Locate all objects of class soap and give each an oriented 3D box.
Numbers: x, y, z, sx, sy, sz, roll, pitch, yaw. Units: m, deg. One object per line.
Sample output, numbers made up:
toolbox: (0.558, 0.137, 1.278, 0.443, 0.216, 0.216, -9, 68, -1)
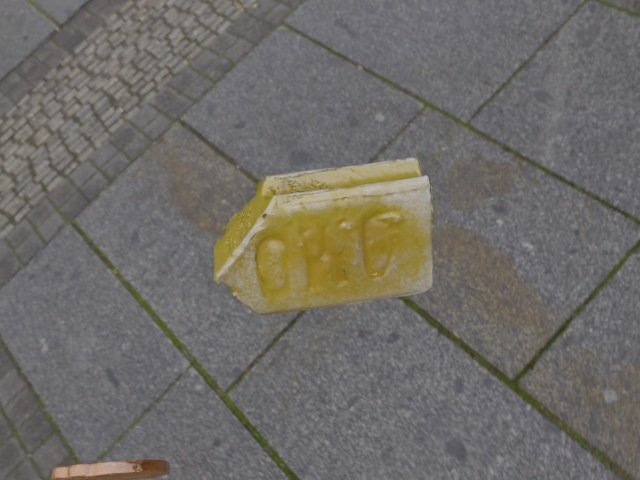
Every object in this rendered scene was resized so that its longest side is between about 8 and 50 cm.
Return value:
soap: (0.000, 0.000, 0.869, 0.257, 0.161, 0.080, -9, 29, -4)

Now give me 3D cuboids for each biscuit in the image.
biscuit: (-0.232, 0.256, 0.808, 0.130, 0.102, 0.019, -8, 69, 11)
